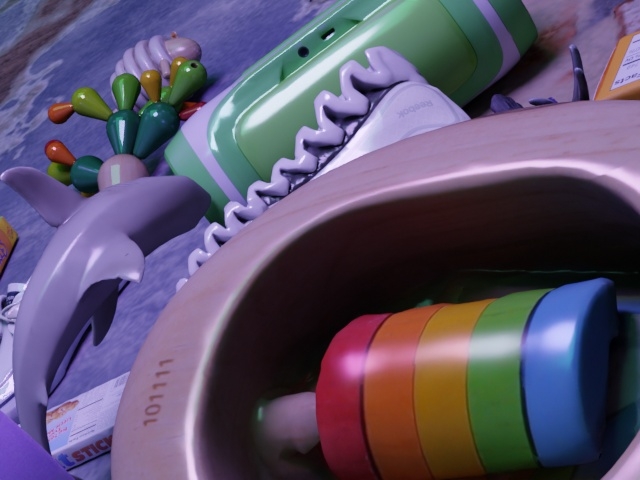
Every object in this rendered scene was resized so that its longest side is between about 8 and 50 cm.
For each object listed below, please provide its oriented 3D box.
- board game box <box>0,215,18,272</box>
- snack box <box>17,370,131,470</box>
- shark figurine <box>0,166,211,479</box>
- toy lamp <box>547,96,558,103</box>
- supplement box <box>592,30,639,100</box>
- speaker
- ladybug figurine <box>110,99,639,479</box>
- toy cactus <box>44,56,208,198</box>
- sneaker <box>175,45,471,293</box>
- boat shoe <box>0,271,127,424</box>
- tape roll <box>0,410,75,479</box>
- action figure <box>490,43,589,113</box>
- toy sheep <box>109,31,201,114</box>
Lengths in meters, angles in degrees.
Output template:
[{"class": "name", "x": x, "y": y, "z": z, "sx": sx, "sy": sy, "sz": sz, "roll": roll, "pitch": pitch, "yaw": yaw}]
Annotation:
[{"class": "board game box", "x": -0.383, "y": 0.082, "z": 1.640, "sx": 0.124, "sy": 0.039, "sz": 0.259, "roll": -26, "pitch": 25, "yaw": 24}, {"class": "snack box", "x": -0.209, "y": 0.157, "z": 1.305, "sx": 0.178, "sy": 0.022, "sz": 0.064, "roll": -26, "pitch": 30, "yaw": 23}, {"class": "shark figurine", "x": -0.160, "y": 0.054, "z": 1.174, "sx": 0.116, "sy": 0.166, "sz": 0.278, "roll": -1, "pitch": 64, "yaw": 45}, {"class": "toy lamp", "x": 0.064, "y": 0.009, "z": 1.134, "sx": 0.275, "sy": 0.080, "sz": 0.080, "roll": -37, "pitch": 25, "yaw": 5}, {"class": "supplement box", "x": 0.285, "y": -0.114, "z": 1.029, "sx": 0.233, "sy": 0.078, "sz": 0.080, "roll": -19, "pitch": 32, "yaw": 46}, {"class": "speaker", "x": 0.023, "y": -0.117, "z": 1.339, "sx": 0.296, "sy": 0.131, "sz": 0.131, "roll": -37, "pitch": 25, "yaw": 2}, {"class": "ladybug figurine", "x": 0.099, "y": 0.088, "z": 0.814, "sx": 0.449, "sy": 0.162, "sz": 0.305, "roll": -6, "pitch": 58, "yaw": 37}, {"class": "toy cactus", "x": -0.186, "y": -0.083, "z": 1.615, "sx": 0.219, "sy": 0.112, "sz": 0.180, "roll": -23, "pitch": 48, "yaw": 23}, {"class": "sneaker", "x": 0.000, "y": 0.000, "z": 1.209, "sx": 0.118, "sy": 0.110, "sz": 0.292, "roll": 37, "pitch": 88, "yaw": 23}, {"class": "boat shoe", "x": -0.248, "y": 0.067, "z": 1.441, "sx": 0.083, "sy": 0.076, "sz": 0.226, "roll": -12, "pitch": 36, "yaw": 43}, {"class": "tape roll", "x": -0.238, "y": 0.166, "z": 1.035, "sx": 0.090, "sy": 0.274, "sz": 0.275, "roll": -49, "pitch": 28, "yaw": -24}, {"class": "action figure", "x": 0.095, "y": 0.016, "z": 1.020, "sx": 0.275, "sy": 0.141, "sz": 0.164, "roll": -46, "pitch": 20, "yaw": 20}, {"class": "toy sheep", "x": -0.174, "y": -0.161, "z": 1.719, "sx": 0.132, "sy": 0.091, "sz": 0.091, "roll": -36, "pitch": 25, "yaw": 17}]
